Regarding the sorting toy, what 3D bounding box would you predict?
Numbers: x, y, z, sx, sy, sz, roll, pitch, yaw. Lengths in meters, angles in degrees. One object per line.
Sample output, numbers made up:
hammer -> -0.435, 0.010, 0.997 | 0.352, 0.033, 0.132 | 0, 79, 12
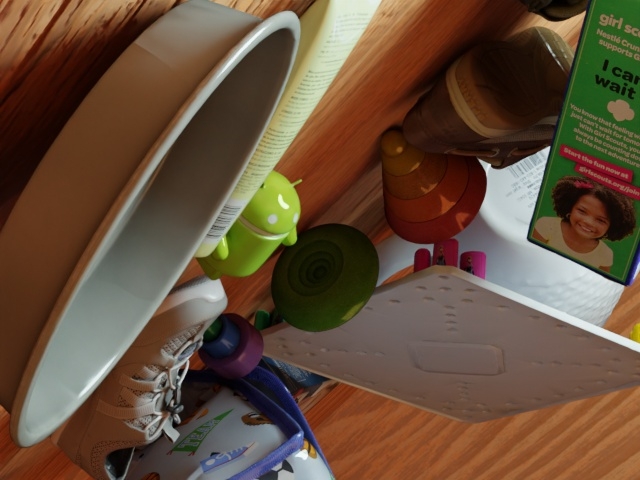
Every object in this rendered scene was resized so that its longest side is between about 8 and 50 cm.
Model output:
sorting toy -> 0.000, 0.000, 1.441 | 0.365, 0.127, 0.126 | -38, 141, 5

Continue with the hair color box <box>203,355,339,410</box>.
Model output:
hair color box -> -0.087, 0.216, 1.947 | 0.174, 0.105, 0.347 | -41, 170, 10

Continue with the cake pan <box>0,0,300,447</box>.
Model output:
cake pan -> -0.110, -0.017, 0.798 | 0.293, 0.054, 0.293 | -58, 176, -7

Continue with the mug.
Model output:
mug -> 0.218, 0.003, 1.733 | 0.374, 0.276, 0.328 | -20, 160, -4

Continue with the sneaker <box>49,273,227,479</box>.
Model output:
sneaker -> -0.158, 0.135, 1.314 | 0.105, 0.115, 0.281 | -27, 164, -50

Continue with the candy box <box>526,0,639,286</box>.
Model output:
candy box -> 0.318, -0.163, 1.276 | 0.268, 0.122, 0.317 | -51, 156, -39

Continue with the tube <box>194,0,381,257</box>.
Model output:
tube -> -0.038, -0.092, 0.970 | 0.240, 0.062, 0.070 | -50, -150, 26

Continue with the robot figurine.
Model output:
robot figurine -> -0.062, -0.015, 1.154 | 0.101, 0.067, 0.115 | -9, 149, -48

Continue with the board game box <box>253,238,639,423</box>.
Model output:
board game box -> 0.168, 0.123, 1.671 | 0.390, 0.050, 0.390 | 22, 153, -30

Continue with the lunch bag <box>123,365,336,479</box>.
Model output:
lunch bag -> -0.076, 0.324, 1.490 | 0.239, 0.328, 0.385 | -30, -165, -13

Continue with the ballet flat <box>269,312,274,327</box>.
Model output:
ballet flat -> -0.002, 0.077, 1.805 | 0.173, 0.049, 0.057 | -42, 170, 10

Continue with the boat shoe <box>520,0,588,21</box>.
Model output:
boat shoe -> 0.202, -0.223, 1.185 | 0.080, 0.073, 0.223 | -43, 169, 17

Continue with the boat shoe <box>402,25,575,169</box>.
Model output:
boat shoe -> 0.193, -0.138, 1.434 | 0.123, 0.123, 0.342 | -33, 173, 31
